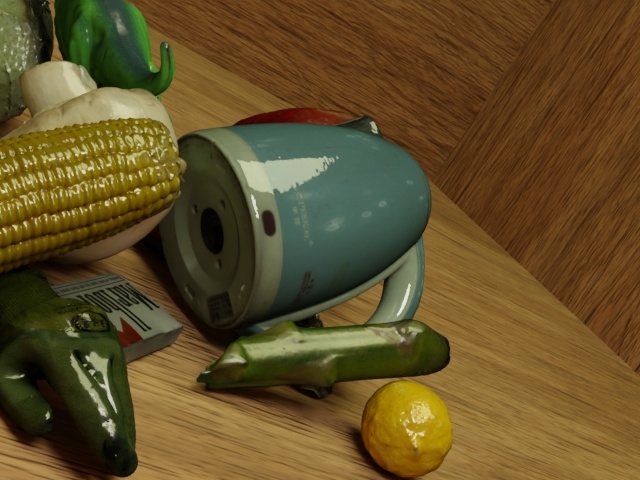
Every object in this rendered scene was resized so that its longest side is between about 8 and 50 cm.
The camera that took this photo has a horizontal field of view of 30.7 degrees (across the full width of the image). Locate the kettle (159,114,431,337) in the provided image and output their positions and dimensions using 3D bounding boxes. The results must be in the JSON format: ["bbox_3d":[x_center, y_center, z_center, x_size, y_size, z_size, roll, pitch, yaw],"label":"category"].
[{"bbox_3d":[0.000,0.000,1.513,0.342,0.319,0.247,-10,3,-34],"label":"kettle"}]

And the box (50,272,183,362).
[{"bbox_3d":[-0.235,0.086,1.304,0.115,0.036,0.177,36,12,10],"label":"box"}]

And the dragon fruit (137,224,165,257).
[{"bbox_3d":[-0.186,-0.050,1.685,0.295,0.130,0.268,19,19,-29],"label":"dragon fruit"}]

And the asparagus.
[{"bbox_3d":[-0.001,0.140,1.403,0.343,0.082,0.085,-3,39,-27],"label":"asparagus"}]

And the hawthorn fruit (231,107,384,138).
[{"bbox_3d":[-0.053,-0.102,1.918,0.369,0.284,0.284,23,16,-31],"label":"hawthorn fruit"}]

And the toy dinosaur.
[{"bbox_3d":[-0.281,-0.324,1.551,0.500,0.144,0.374,-29,-103,67],"label":"toy dinosaur"}]

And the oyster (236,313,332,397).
[{"bbox_3d":[-0.041,0.121,1.609,0.199,0.087,0.252,35,25,7],"label":"oyster"}]

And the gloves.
[{"bbox_3d":[-0.239,0.109,1.067,0.135,0.107,0.268,-16,45,-33],"label":"gloves"}]

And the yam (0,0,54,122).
[{"bbox_3d":[-0.483,-0.275,1.692,0.271,0.203,0.201,-127,-162,-75],"label":"yam"}]

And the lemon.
[{"bbox_3d":[0.106,0.230,1.435,0.114,0.114,0.155,32,9,-8],"label":"lemon"}]

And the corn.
[{"bbox_3d":[-0.291,-0.035,1.118,0.345,0.131,0.131,-18,45,-34],"label":"corn"}]

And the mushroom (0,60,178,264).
[{"bbox_3d":[-0.286,-0.102,1.352,0.254,0.260,0.234,-15,71,-54],"label":"mushroom"}]
